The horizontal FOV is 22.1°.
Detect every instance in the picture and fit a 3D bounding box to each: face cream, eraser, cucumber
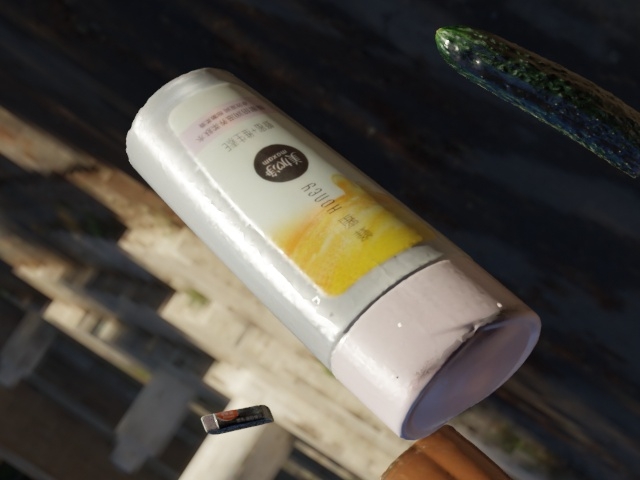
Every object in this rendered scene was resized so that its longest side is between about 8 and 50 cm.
[{"bbox_3d":[0.000,0.000,0.946,0.269,0.107,0.073,43,155,32],"label":"face cream"},{"bbox_3d":[-0.108,0.234,2.147,0.019,0.099,0.027,109,144,-49],"label":"eraser"},{"bbox_3d":[0.193,-0.126,1.398,0.215,0.052,0.058,30,173,-6],"label":"cucumber"}]

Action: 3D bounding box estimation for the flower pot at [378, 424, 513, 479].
[{"bbox_3d":[0.159,0.318,1.764,0.173,0.190,0.190,29,170,31],"label":"flower pot"}]
